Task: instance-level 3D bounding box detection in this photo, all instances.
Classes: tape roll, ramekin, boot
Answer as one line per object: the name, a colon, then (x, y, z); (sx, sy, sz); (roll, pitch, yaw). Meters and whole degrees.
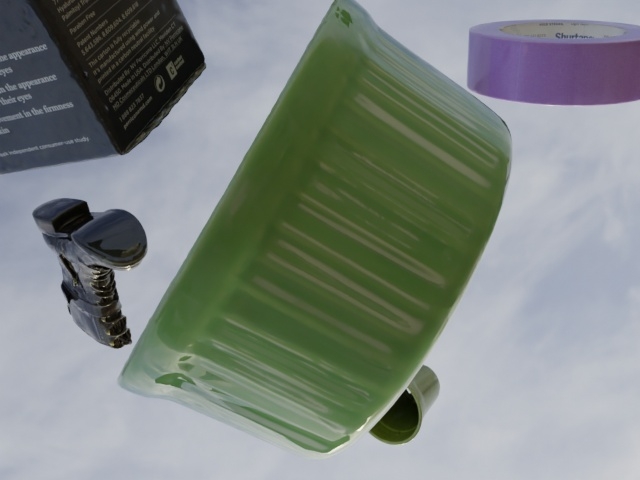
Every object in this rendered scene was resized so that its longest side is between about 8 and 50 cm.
tape roll: (0.359, -0.272, 1.337); (0.274, 0.275, 0.090); (-14, -65, -32)
ramekin: (0.000, 0.000, 0.618); (0.148, 0.303, 0.303); (30, -97, -6)
boot: (-0.318, 0.064, 1.319); (0.091, 0.263, 0.229); (-31, -54, -33)

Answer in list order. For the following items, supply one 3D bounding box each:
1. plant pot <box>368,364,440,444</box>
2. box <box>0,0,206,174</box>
plant pot: (0.093, 0.171, 0.983); (0.079, 0.083, 0.083); (-21, -65, -52)
box: (-0.186, -0.149, 0.493); (0.207, 0.153, 0.108); (66, -146, -31)
